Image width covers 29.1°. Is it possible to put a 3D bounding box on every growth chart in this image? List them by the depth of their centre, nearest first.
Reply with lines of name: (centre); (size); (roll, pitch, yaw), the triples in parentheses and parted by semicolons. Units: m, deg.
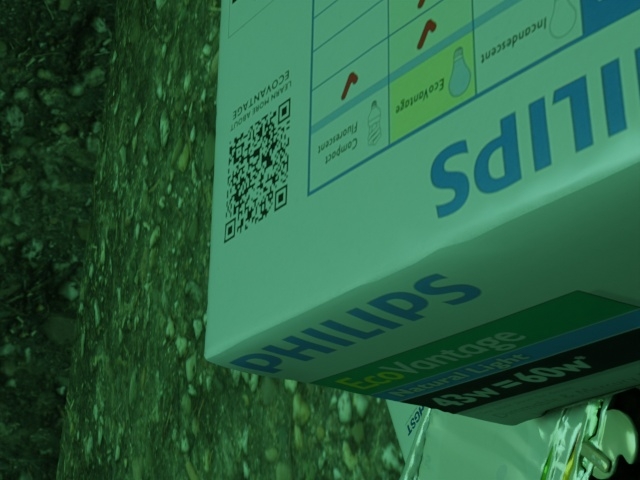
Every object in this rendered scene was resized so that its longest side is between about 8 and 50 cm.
growth chart: (0.109, 0.148, 0.758); (0.172, 0.021, 0.237); (38, 115, 46)

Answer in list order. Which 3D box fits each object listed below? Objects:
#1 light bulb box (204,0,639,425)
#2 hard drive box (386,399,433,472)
light bulb box: (0.131, -0.130, 0.607); (0.358, 0.225, 0.361); (-27, 55, 48)
hard drive box: (0.106, 0.029, 0.919); (0.232, 0.089, 0.181); (-105, 31, -41)
